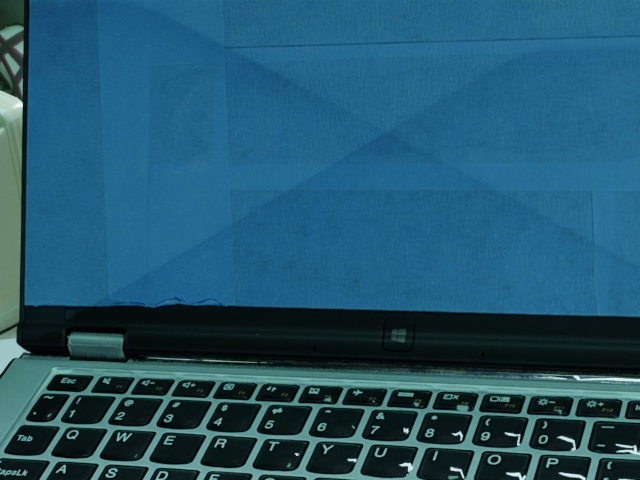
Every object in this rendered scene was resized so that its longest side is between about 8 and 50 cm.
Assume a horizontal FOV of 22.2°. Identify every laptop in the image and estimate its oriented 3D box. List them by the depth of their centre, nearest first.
[{"bbox_3d":[0.000,0.000,0.617,0.382,0.236,0.408,0,34,21],"label":"laptop"}]

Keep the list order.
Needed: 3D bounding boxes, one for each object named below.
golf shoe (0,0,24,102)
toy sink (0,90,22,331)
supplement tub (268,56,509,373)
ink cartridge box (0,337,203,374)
[{"bbox_3d":[-0.185,-0.137,1.167,0.105,0.120,0.273,-24,35,-32],"label":"golf shoe"},{"bbox_3d":[-0.245,-0.022,0.955,0.234,0.131,0.153,-28,36,-35],"label":"toy sink"},{"bbox_3d":[0.033,-0.022,0.830,0.144,0.200,0.144,-5,29,3],"label":"supplement tub"},{"bbox_3d":[-0.191,0.134,0.740,0.275,0.060,0.239,-6,28,0],"label":"ink cartridge box"}]
